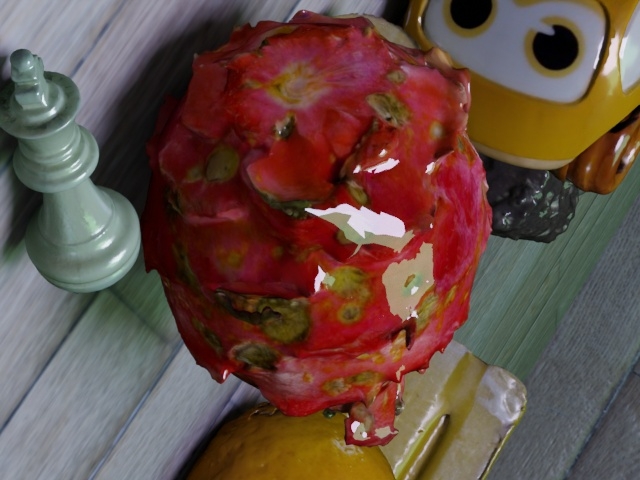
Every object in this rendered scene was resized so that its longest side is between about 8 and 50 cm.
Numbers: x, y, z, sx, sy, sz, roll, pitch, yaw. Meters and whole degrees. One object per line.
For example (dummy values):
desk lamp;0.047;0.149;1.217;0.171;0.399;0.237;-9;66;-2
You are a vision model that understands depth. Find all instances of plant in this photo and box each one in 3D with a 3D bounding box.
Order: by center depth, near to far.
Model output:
plant;0.194;-0.069;1.352;0.149;0.146;0.274;-66;163;9

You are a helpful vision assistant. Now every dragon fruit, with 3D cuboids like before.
dragon fruit;0.000;0.000;0.795;0.205;0.210;0.268;-39;130;-32

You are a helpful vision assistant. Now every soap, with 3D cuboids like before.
soap;0.050;0.234;1.366;0.315;0.199;0.091;-60;170;-8

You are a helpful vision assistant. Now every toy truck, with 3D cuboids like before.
toy truck;0.186;-0.194;1.027;0.288;0.204;0.211;-51;158;-28

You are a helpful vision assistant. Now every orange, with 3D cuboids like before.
orange;-0.029;0.245;1.180;0.219;0.193;0.219;12;90;-71

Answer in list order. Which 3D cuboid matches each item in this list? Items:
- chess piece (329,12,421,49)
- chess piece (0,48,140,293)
chess piece;0.019;-0.062;0.970;0.090;0.090;0.200;-51;163;-27
chess piece;-0.124;-0.039;0.661;0.059;0.059;0.149;-51;155;-29
